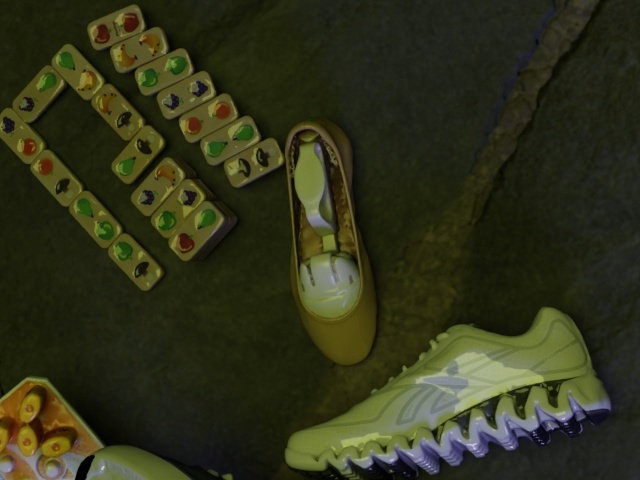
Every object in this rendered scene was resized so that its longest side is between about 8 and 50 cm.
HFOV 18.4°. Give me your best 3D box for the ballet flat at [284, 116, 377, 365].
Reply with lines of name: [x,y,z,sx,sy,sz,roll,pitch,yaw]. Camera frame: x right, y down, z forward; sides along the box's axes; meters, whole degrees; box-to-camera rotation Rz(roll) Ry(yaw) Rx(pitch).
ballet flat: [0.000,0.000,1.816,0.080,0.073,0.232,-11,82,14]

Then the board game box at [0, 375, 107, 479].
board game box: [-0.280,0.387,1.795,0.390,0.050,0.390,-39,95,6]

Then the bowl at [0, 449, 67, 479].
bowl: [-0.292,0.267,1.844,0.170,0.080,0.170,0,99,2]

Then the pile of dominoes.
pile of dominoes: [-0.178,-0.093,1.871,0.251,0.040,0.196,46,103,13]

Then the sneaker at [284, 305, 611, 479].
sneaker: [0.106,0.144,1.769,0.292,0.110,0.118,-15,73,3]

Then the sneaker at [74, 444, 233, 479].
sneaker: [-0.034,0.267,1.737,0.323,0.236,0.130,34,118,22]
